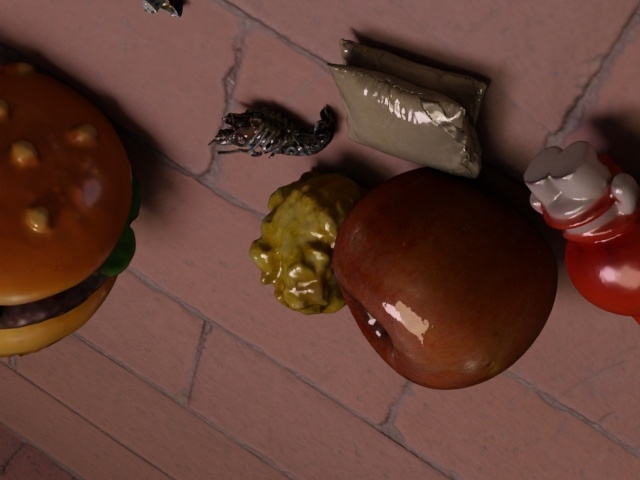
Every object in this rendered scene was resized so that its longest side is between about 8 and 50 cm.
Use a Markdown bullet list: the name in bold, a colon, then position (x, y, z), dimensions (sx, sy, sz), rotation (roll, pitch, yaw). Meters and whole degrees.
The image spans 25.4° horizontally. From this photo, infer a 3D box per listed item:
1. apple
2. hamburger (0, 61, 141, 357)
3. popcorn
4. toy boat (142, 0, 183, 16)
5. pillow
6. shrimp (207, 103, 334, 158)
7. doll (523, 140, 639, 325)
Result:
- **apple**: position (0.144, 0.036, 1.606), dimensions (0.253, 0.253, 0.253), rotation (27, 150, 17)
- **hamburger**: position (-0.444, -0.040, 1.981), dimensions (0.395, 0.396, 0.277), rotation (33, 151, 6)
- **popcorn**: position (-0.006, -0.001, 1.765), dimensions (0.155, 0.197, 0.197), rotation (37, 152, 5)
- **toy boat**: position (-0.198, -0.287, 1.696), dimensions (0.083, 0.038, 0.038), rotation (29, 151, 16)
- **pillow**: position (0.093, -0.139, 1.548), dimensions (0.181, 0.078, 0.134), rotation (23, 150, 25)
- **shrimp**: position (-0.056, -0.123, 1.740), dimensions (0.174, 0.082, 0.076), rotation (5, 134, 34)
- **doll**: position (0.325, 0.014, 1.468), dimensions (0.290, 0.130, 0.161), rotation (44, 149, -25)
